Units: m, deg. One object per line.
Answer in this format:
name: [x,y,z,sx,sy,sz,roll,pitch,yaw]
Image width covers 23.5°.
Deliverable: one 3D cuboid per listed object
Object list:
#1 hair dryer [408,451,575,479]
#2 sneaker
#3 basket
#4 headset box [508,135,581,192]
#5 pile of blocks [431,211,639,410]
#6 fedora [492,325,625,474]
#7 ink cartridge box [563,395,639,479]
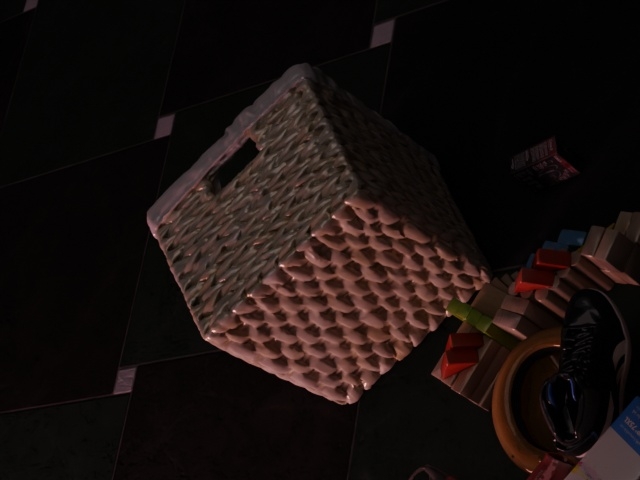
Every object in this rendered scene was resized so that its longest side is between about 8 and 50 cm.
hair dryer: [0.192,0.339,1.839,0.293,0.080,0.224,-36,58,35]
sneaker: [0.300,0.143,1.759,0.079,0.121,0.217,-13,63,29]
basket: [0.000,0.000,2.109,0.328,0.331,0.266,-43,44,16]
headset box: [0.306,-0.103,2.073,0.083,0.062,0.032,-27,50,32]
pile of blocks: [0.262,0.062,1.973,0.362,0.112,0.149,-42,43,17]
fedora: [0.301,0.202,1.870,0.194,0.079,0.194,-16,63,34]
ink cartridge box: [0.335,0.302,1.729,0.231,0.134,0.078,-50,42,7]
